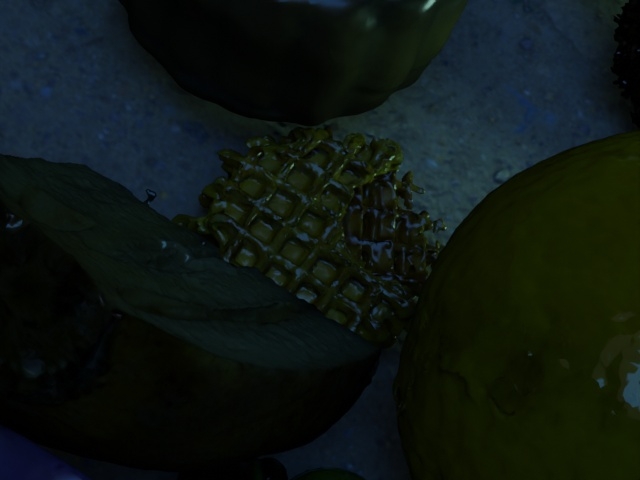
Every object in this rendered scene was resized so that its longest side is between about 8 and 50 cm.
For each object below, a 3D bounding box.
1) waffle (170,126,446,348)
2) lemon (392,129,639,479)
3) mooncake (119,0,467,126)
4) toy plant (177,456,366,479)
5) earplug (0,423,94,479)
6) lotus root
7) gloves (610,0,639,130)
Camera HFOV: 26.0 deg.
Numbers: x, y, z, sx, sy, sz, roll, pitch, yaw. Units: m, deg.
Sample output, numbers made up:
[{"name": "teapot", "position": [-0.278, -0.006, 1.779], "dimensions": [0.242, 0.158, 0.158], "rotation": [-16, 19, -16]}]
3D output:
[{"name": "waffle", "position": [0.000, 0.000, 1.058], "dimensions": [0.197, 0.070, 0.193], "rotation": [-27, 76, -20]}, {"name": "lemon", "position": [0.235, 0.095, 0.929], "dimensions": [0.350, 0.350, 0.387], "rotation": [46, 56, 7]}, {"name": "mooncake", "position": [-0.017, -0.230, 1.078], "dimensions": [0.291, 0.161, 0.290], "rotation": [7, 56, -11]}, {"name": "toy plant", "position": [-0.020, 0.198, 0.964], "dimensions": [0.163, 0.093, 0.092], "rotation": [6, 68, -9]}, {"name": "earplug", "position": [-0.264, 0.334, 0.803], "dimensions": [0.215, 0.215, 0.456], "rotation": [34, 69, 2]}, {"name": "lotus root", "position": [-0.125, 0.069, 0.880], "dimensions": [0.267, 0.260, 0.149], "rotation": [31, 100, 11]}, {"name": "gloves", "position": [0.344, -0.160, 1.148], "dimensions": [0.211, 0.135, 0.312], "rotation": [-8, 97, -6]}]
